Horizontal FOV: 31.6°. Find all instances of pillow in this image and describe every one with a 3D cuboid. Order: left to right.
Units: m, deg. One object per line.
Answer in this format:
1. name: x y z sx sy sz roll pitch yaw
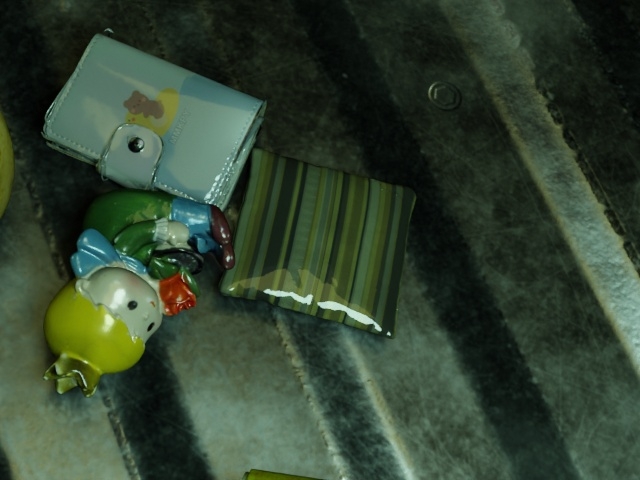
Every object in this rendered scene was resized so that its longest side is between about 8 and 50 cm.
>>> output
1. pillow: 0.000 0.000 1.331 0.212 0.052 0.208 15 59 -6

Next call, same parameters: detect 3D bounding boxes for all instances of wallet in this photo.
1. wallet: -0.195 -0.134 1.339 0.231 0.069 0.170 24 79 2

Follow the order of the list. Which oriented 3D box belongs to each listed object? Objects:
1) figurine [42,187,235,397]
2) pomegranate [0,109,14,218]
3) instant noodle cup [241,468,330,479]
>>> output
1. figurine: -0.194 0.060 1.215 0.185 0.127 0.234 10 49 -1
2. pomegranate: -0.447 -0.081 1.161 0.260 0.260 0.260 6 64 -11
3. instant noodle cup: 0.021 0.323 1.109 0.236 0.215 0.215 15 62 2
